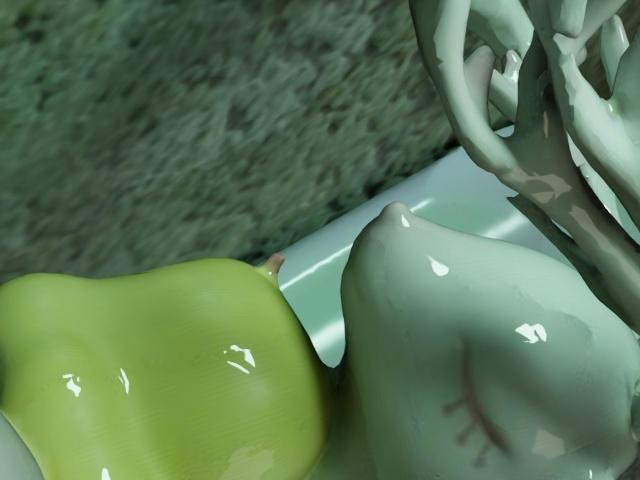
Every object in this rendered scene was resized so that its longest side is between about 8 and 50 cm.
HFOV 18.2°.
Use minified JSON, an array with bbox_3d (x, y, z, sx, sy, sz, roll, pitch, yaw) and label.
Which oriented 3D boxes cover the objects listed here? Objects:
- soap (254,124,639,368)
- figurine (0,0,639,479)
[{"bbox_3d":[0.010,0.080,0.961,0.347,0.115,0.208,-30,161,-23],"label":"soap"},{"bbox_3d":[0.006,0.009,0.549,0.315,0.206,0.284,-17,116,-19],"label":"figurine"}]
